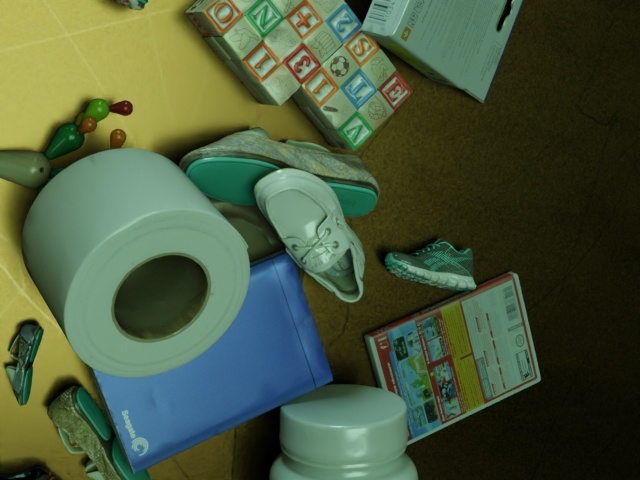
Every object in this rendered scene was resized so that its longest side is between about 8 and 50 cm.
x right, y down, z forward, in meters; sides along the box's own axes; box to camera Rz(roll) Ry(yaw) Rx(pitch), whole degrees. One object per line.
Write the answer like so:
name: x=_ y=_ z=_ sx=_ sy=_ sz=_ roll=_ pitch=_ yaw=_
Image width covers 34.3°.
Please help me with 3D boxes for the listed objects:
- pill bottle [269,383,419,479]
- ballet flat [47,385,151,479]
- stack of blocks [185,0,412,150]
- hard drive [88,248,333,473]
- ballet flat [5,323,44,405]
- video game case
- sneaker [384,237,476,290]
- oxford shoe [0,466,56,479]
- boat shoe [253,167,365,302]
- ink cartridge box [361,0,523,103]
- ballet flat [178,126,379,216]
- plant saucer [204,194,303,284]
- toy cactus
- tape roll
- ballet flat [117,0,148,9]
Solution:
pill bottle: x=0.035 y=0.430 z=1.558 sx=0.224 sy=0.224 sz=0.392 roll=-5 pitch=102 yaw=-23
ballet flat: x=-0.317 y=0.296 z=1.475 sx=0.067 sy=0.073 sz=0.206 roll=-26 pitch=109 yaw=12
stack of blocks: x=-0.027 y=-0.266 z=1.474 sx=0.171 sy=0.087 sz=0.297 roll=-46 pitch=114 yaw=-10
hard drive: x=-0.157 y=0.169 z=1.475 sx=0.319 sy=0.040 sz=0.210 roll=-23 pitch=104 yaw=-19
ballet flat: x=-0.409 y=0.168 z=1.421 sx=0.041 sy=0.041 sz=0.114 roll=11 pitch=95 yaw=-25
video game case: x=0.223 y=0.194 z=1.706 sx=0.285 sy=0.025 sz=0.204 roll=-22 pitch=108 yaw=-19
sneaker: x=0.175 y=0.031 z=1.643 sx=0.166 sy=0.065 sz=0.076 roll=14 pitch=77 yaw=-28
oxford shoe: x=-0.373 y=0.373 z=1.442 sx=0.271 sy=0.097 sz=0.098 roll=16 pitch=87 yaw=-25
boat shoe: x=0.000 y=0.000 z=1.469 sx=0.098 sy=0.096 sz=0.277 roll=-27 pitch=141 yaw=14
ink cartridge box: x=0.210 y=-0.393 z=1.540 sx=0.307 sy=0.072 sz=0.303 roll=20 pitch=91 yaw=-58
ballet flat: x=-0.063 y=-0.104 z=1.484 sx=0.316 sy=0.106 sz=0.107 roll=12 pitch=137 yaw=-32
plant saucer: x=-0.147 y=0.052 z=1.509 sx=0.278 sy=0.041 sz=0.277 roll=-4 pitch=101 yaw=-24
toy cactus: x=-0.340 y=-0.091 z=1.378 sx=0.181 sy=0.112 sz=0.219 roll=11 pitch=98 yaw=-6
tape roll: x=-0.232 y=0.028 z=1.306 sx=0.246 sy=0.169 sz=0.246 roll=-18 pitch=129 yaw=-24
ballet flat: x=-0.304 y=-0.403 z=1.343 sx=0.077 sy=0.091 sz=0.241 roll=-20 pitch=105 yaw=13
